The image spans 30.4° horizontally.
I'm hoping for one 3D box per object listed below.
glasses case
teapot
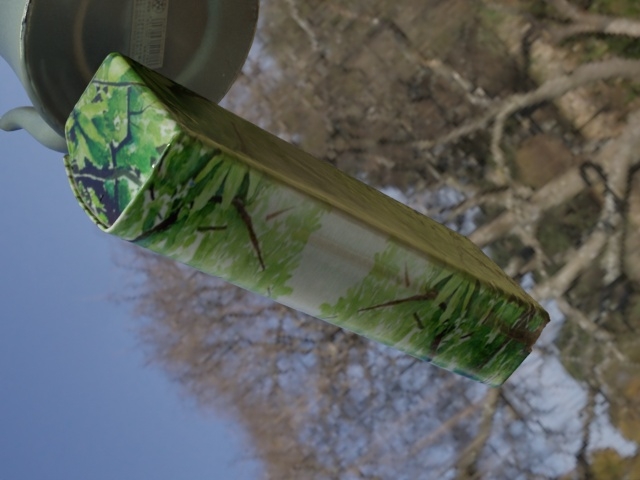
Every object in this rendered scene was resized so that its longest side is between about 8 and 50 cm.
[{"bbox_3d":[0.000,0.000,0.610,0.272,0.062,0.095,26,-165,-39],"label":"glasses case"},{"bbox_3d":[-0.140,-0.164,0.722,0.162,0.239,0.149,3,-156,-45],"label":"teapot"}]
